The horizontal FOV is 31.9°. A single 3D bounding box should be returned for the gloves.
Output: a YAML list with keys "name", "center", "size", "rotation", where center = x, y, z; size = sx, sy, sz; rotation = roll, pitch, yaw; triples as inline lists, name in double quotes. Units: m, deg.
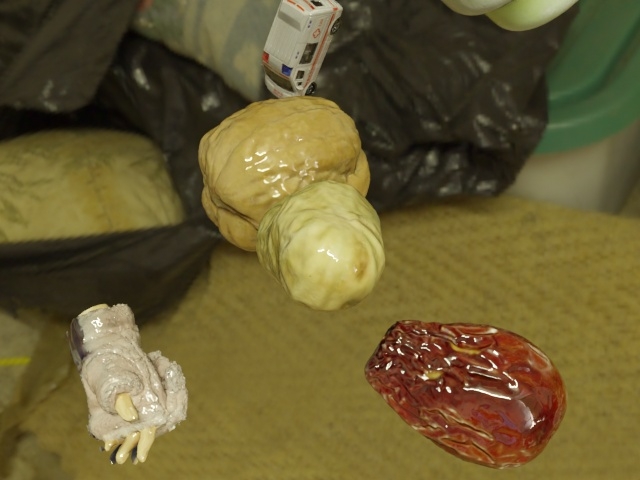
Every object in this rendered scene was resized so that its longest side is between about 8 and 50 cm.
- name: "gloves"
  center: [-0.178, 0.127, 1.027]
  size: [0.094, 0.144, 0.110]
  rotation: [-19, 1, -36]

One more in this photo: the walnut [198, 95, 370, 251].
- name: "walnut"
  center: [-0.052, -0.103, 1.644]
  size: [0.257, 0.224, 0.257]
  rotation: [5, 46, -5]

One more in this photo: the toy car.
- name: "toy car"
  center: [-0.045, -0.323, 1.898]
  size: [0.089, 0.210, 0.108]
  rotation: [35, 34, 16]

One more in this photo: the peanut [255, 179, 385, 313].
- name: "peanut"
  center: [0.000, 0.000, 1.333]
  size: [0.147, 0.148, 0.319]
  rotation: [-21, 9, -6]

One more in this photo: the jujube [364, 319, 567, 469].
- name: "jujube"
  center: [0.172, 0.172, 1.330]
  size: [0.236, 0.168, 0.168]
  rotation: [24, 51, 3]

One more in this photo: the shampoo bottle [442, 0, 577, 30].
- name: "shampoo bottle"
  center: [0.282, -0.510, 1.745]
  size: [0.322, 0.317, 0.322]
  rotation: [-43, 26, 27]
